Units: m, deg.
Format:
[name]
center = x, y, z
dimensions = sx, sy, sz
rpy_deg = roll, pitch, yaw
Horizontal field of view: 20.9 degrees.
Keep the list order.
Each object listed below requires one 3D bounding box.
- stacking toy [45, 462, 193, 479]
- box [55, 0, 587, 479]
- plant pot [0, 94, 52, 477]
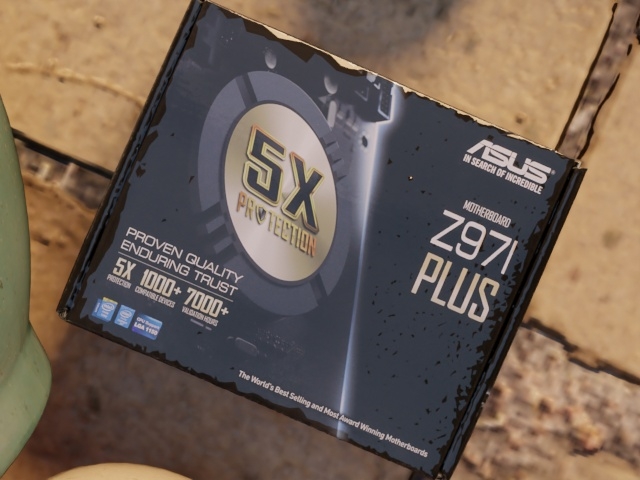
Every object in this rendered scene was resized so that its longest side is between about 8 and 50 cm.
[stacking toy]
center = -0.215, 0.308, 0.678
dimensions = 0.480, 0.350, 0.350
rpy_deg = -18, 90, 18
[box]
center = 0.000, 0.000, 0.747
dimensions = 0.180, 0.077, 0.147
rpy_deg = 24, 89, -1
[plant pot]
center = -0.227, 0.028, 0.659
dimensions = 0.293, 0.293, 0.196
rpy_deg = -33, 112, -1
